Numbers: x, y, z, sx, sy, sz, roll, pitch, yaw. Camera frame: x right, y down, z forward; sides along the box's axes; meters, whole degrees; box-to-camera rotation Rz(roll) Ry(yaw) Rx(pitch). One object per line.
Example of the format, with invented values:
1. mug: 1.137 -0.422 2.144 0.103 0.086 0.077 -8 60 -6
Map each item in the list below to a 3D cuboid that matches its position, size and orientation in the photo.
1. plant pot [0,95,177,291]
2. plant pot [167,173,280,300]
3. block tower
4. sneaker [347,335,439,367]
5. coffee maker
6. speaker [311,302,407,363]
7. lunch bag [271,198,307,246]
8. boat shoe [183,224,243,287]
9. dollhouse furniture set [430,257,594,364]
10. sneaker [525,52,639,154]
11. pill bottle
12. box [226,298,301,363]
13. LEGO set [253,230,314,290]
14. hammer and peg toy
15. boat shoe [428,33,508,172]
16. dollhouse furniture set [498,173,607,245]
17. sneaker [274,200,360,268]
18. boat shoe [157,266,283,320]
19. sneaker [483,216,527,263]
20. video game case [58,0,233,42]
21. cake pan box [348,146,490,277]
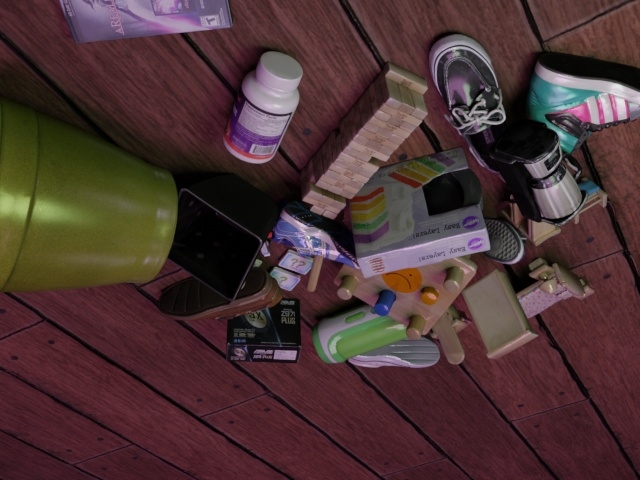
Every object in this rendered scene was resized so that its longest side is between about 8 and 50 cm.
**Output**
1. plant pot: -0.472 -0.056 1.396 0.353 0.366 0.366 12 137 -33
2. plant pot: -0.188 -0.026 1.523 0.187 0.167 0.188 34 128 5
3. block tower: 0.076 -0.185 1.456 0.091 0.097 0.335 20 132 -25
4. sneaker: 0.192 0.301 2.029 0.258 0.094 0.091 8 155 -7
5. coffee maker: 0.387 -0.125 1.389 0.171 0.120 0.178 -1 139 41
6. speaker: 0.132 0.215 1.885 0.297 0.131 0.131 -23 135 19
7. lunch bag: -0.071 -0.035 1.606 0.065 0.098 0.067 18 144 -19
8. boat shoe: -0.256 0.025 1.642 0.069 0.081 0.227 -25 111 42
9. dollhouse furniture set: 0.488 0.209 1.798 0.303 0.173 0.356 -37 145 28
10. sneaker: 0.519 -0.234 1.411 0.296 0.123 0.178 12 131 -6
11. pill bottle: -0.103 -0.244 1.363 0.108 0.108 0.193 13 135 -18
12. box: -0.141 0.222 1.852 0.180 0.147 0.077 4 138 -7
13. LEGO set: -0.124 0.035 1.715 0.244 0.060 0.182 22 128 -26
14. hammer and peg toy: 0.136 0.052 1.681 0.361 0.127 0.266 30 132 2
15. boat shoe: 0.289 -0.244 1.397 0.113 0.104 0.306 -17 137 14
16. dollhouse furniture set: 0.489 -0.109 1.576 0.184 0.129 0.129 -29 138 -9
17. sneaker: 0.000 0.000 1.550 0.211 0.080 0.081 32 120 -11
18. boat shoe: -0.239 0.148 1.778 0.308 0.110 0.104 -9 147 22
19. sneaker: 0.409 0.009 1.626 0.163 0.226 0.086 23 100 -28
20. video game case: -0.294 -0.422 1.211 0.274 0.026 0.196 -6 138 1
21. cake pan box: 0.193 -0.060 1.492 0.267 0.245 0.070 -13 138 10
